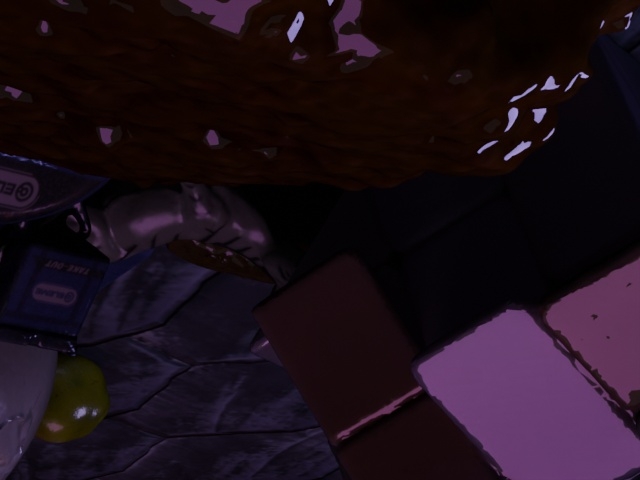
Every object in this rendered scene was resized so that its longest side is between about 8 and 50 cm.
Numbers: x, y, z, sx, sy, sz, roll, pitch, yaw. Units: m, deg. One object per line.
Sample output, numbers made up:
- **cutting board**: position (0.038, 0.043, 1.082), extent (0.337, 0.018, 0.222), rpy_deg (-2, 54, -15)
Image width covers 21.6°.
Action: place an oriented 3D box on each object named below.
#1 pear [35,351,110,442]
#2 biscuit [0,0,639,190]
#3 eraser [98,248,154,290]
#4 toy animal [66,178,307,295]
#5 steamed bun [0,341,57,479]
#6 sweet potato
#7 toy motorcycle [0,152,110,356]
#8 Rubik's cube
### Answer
- **pear**: position (-0.251, 0.146, 1.591), extent (0.097, 0.092, 0.092), rpy_deg (48, 143, -3)
- **biscuit**: position (-0.075, -0.127, 0.805), extent (0.342, 0.166, 0.395), rpy_deg (18, 166, -37)
- **eraser**: position (-0.216, 0.019, 1.367), extent (0.082, 0.036, 0.225), rpy_deg (15, 150, -33)
- **toy animal**: position (-0.114, -0.017, 1.207), extent (0.217, 0.073, 0.176), rpy_deg (-6, 134, 15)
- **steamed bun**: position (-0.354, 0.064, 1.237), extent (0.324, 0.206, 0.324), rpy_deg (4, 140, 3)
- **sweet potato**: position (0.000, 0.000, 1.295), extent (0.243, 0.077, 0.077), rpy_deg (5, 155, -9)
- **toy motorcycle**: position (-0.264, -0.043, 0.988), extent (0.358, 0.213, 0.125), rpy_deg (15, -167, -47)
- **Rubik's cube**: position (0.176, 0.070, 1.143), extent (0.358, 0.368, 0.387), rpy_deg (-33, 144, 25)
